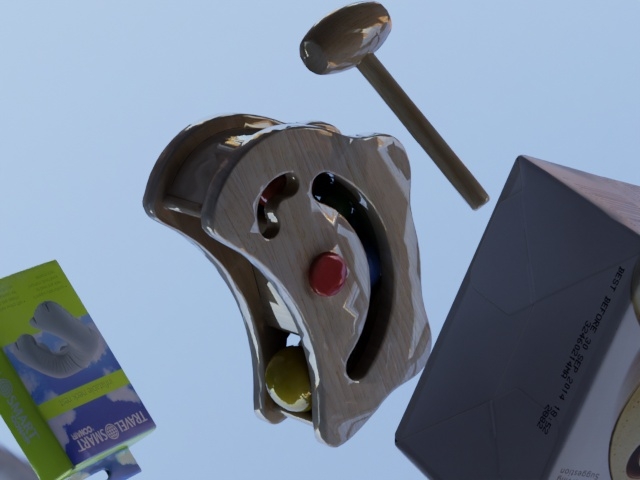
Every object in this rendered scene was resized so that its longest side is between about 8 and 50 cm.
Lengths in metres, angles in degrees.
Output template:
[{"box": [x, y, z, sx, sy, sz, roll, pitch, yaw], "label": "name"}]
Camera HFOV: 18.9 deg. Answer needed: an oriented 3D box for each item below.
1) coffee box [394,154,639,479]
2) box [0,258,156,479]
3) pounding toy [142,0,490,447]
[{"box": [0.209, 0.078, 1.001, 0.119, 0.297, 0.168, 42, -67, 51], "label": "coffee box"}, {"box": [-0.201, 0.109, 1.465, 0.042, 0.109, 0.178, -37, -98, 33], "label": "box"}, {"box": [0.000, 0.000, 1.175, 0.154, 0.270, 0.155, -22, -157, -34], "label": "pounding toy"}]
